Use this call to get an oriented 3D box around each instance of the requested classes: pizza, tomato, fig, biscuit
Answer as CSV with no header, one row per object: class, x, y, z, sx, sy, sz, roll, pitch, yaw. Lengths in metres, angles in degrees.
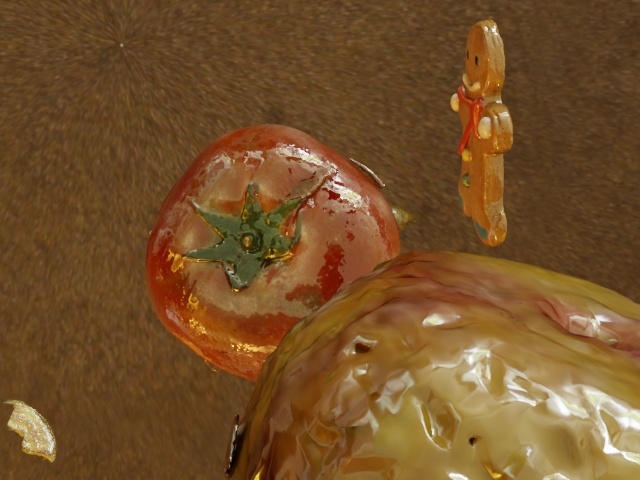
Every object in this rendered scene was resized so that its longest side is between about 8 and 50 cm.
pizza,-0.287,0.187,1.147,0.037,0.083,0.016,-25,149,-36
tomato,-0.048,0.009,0.945,0.225,0.085,0.225,-1,87,12
fig,0.070,0.199,0.513,0.286,0.286,0.369,16,95,-12
biscuit,0.234,-0.167,1.728,0.049,0.205,0.324,-4,117,-9

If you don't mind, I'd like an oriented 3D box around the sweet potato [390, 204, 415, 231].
sweet potato,0.000,0.000,1.285,0.274,0.067,0.067,-14,102,-27
